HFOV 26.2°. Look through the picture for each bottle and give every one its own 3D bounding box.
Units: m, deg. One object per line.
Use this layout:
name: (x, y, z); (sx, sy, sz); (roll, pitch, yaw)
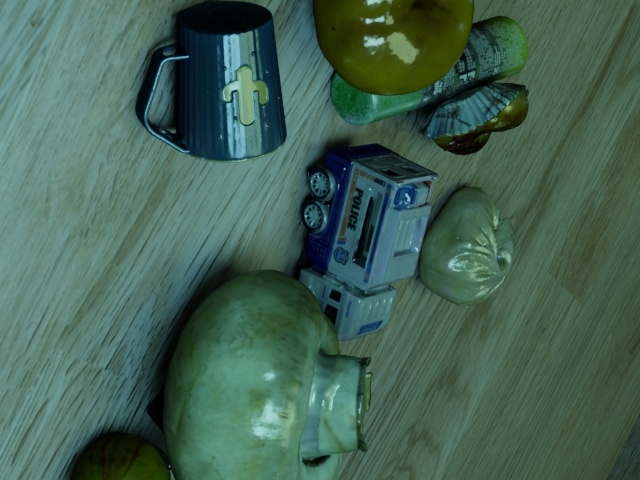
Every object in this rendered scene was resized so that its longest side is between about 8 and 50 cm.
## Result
bottle: (0.157, -0.242, 1.942); (0.330, 0.093, 0.093); (-22, 130, -40)

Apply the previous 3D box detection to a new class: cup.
cup: (-0.125, -0.182, 1.580); (0.176, 0.131, 0.155); (-12, 121, -22)

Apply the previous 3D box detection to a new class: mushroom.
mushroom: (-0.061, 0.210, 1.781); (0.352, 0.260, 0.352); (2, 90, -79)

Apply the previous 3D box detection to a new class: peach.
peach: (0.099, -0.308, 1.749); (0.251, 0.153, 0.251); (-11, 109, -35)

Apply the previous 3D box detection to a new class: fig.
fig: (-0.232, 0.300, 1.787); (0.236, 0.124, 0.124); (-18, 129, -73)

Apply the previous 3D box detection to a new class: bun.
bun: (0.255, 0.014, 2.273); (0.178, 0.128, 0.193); (30, 85, -58)

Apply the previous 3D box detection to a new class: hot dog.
hot dog: (0.236, -0.181, 2.042); (0.162, 0.082, 0.270); (-25, 178, 14)

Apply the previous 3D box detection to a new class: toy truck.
toy truck: (0.058, 0.012, 1.920); (0.124, 0.155, 0.268); (-12, 122, -47)

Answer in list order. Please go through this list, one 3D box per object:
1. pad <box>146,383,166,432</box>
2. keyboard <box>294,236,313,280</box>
pad: (-0.179, 0.226, 1.896); (0.112, 0.003, 0.157); (-52, 147, -19)
keyboard: (-0.001, -0.001, 1.987); (0.074, 0.015, 0.197); (2, 110, -53)
